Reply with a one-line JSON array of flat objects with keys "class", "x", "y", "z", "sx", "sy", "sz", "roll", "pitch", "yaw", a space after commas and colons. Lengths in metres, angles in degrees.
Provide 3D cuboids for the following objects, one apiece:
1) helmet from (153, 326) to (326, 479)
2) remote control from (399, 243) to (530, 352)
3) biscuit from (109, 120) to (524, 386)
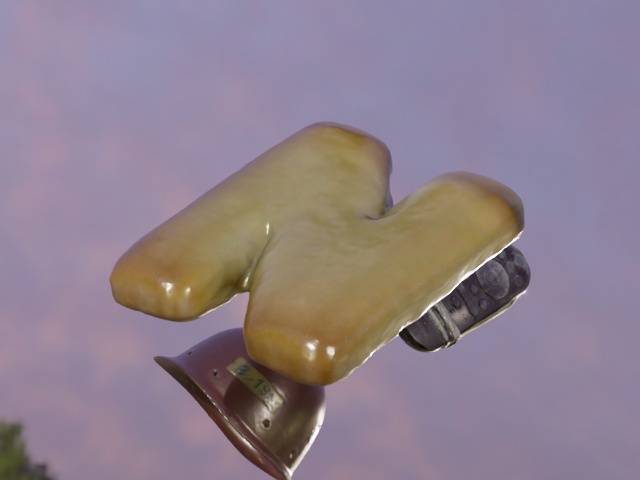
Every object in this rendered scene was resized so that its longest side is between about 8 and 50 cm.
[{"class": "helmet", "x": -0.062, "y": 0.135, "z": 1.818, "sx": 0.175, "sy": 0.106, "sz": 0.155, "roll": 38, "pitch": -13, "yaw": 17}, {"class": "remote control", "x": 0.173, "y": 0.078, "z": 2.463, "sx": 0.266, "sy": 0.090, "sz": 0.066, "roll": -28, "pitch": -11, "yaw": -47}, {"class": "biscuit", "x": 0.000, "y": 0.000, "z": 1.560, "sx": 0.237, "sy": 0.291, "sz": 0.062, "roll": 23, "pitch": -48, "yaw": 33}]
